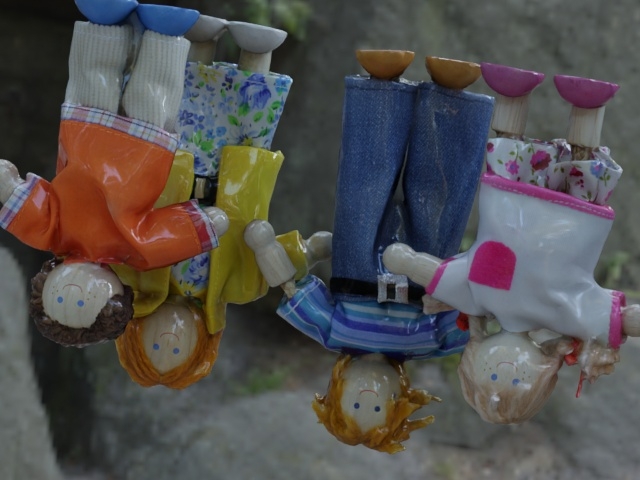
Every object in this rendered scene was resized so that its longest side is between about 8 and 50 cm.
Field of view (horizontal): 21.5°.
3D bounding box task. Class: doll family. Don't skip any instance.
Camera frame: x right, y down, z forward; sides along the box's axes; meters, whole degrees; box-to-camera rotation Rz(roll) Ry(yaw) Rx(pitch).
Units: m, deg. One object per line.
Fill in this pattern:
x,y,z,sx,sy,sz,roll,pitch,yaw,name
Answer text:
0.000,0.000,0.686,0.263,0.163,0.118,10,5,3,doll family
